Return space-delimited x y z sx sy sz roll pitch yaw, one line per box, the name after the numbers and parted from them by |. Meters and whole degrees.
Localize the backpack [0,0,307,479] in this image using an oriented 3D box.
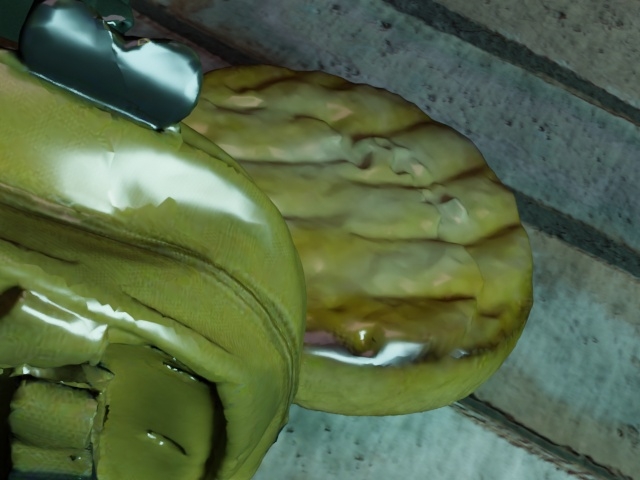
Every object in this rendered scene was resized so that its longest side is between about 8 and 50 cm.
-0.165 0.024 0.709 0.354 0.378 0.201 20 65 -26 | backpack

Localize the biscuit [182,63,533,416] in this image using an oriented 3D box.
0.000 0.000 1.047 0.296 0.102 0.296 14 40 -12 | biscuit

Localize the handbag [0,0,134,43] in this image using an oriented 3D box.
-0.262 -0.157 1.123 0.260 0.079 0.247 17 37 -10 | handbag
